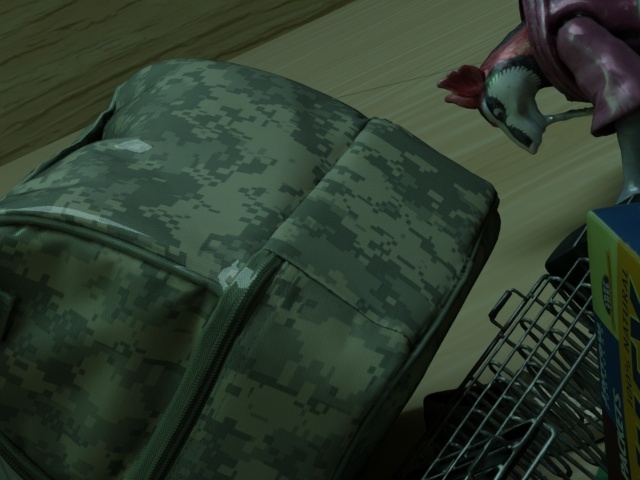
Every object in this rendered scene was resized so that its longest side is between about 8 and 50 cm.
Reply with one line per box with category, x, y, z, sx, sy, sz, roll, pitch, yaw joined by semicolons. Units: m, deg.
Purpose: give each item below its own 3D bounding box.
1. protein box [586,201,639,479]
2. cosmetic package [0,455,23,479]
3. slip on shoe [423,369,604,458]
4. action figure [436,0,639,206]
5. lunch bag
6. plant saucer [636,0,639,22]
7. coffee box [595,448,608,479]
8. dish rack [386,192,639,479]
protein box;0.228;0.062;0.724;0.200;0.136;0.201;-9;17;-6
cosmetic package;-0.176;0.083;1.364;0.197;0.155;0.365;-11;17;38
slip on shoe;0.122;0.095;1.086;0.135;0.041;0.051;-15;16;30
action figure;0.266;-0.161;1.402;0.370;0.276;0.248;-9;20;-3
lunch bag;-0.063;0.026;1.085;0.212;0.256;0.305;-59;-4;29
plant saucer;0.397;-0.123;1.171;0.400;0.100;0.400;-3;40;3
coffee box;0.177;0.128;0.874;0.113;0.040;0.184;-17;14;23
dish rack;0.119;0.076;0.947;0.271;0.074;0.208;-50;3;-24
